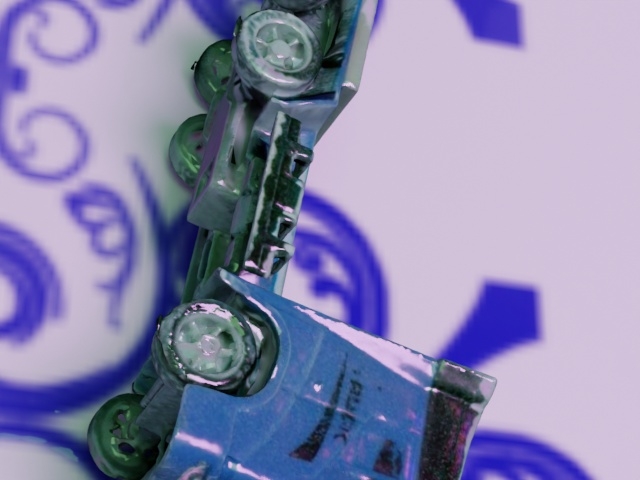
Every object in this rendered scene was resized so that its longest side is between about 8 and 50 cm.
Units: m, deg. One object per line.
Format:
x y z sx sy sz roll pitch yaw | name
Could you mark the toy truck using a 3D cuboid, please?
0.000 0.000 0.415 0.081 0.067 0.175 21 55 -14 | toy truck
